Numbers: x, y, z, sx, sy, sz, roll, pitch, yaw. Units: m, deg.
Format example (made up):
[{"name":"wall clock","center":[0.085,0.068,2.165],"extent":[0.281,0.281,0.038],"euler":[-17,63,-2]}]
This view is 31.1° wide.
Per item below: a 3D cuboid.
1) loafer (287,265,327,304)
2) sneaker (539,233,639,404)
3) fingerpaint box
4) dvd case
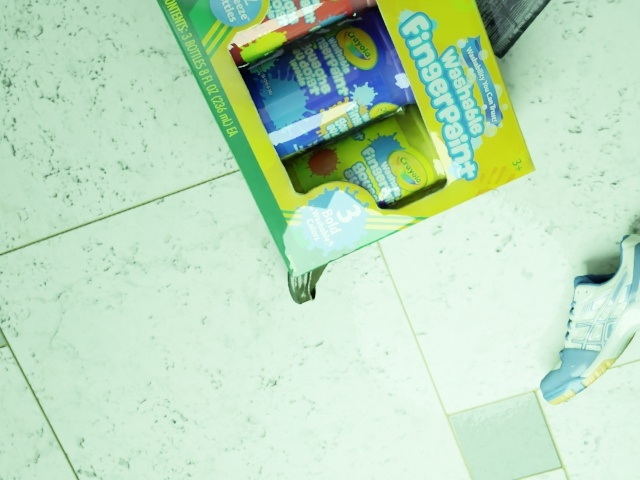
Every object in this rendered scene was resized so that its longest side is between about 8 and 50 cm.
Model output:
[{"name":"loafer","center":[0.000,0.000,1.749],"extent":[0.078,0.080,0.220],"euler":[11,111,4]},{"name":"sneaker","center":[0.418,0.117,1.741],"extent":[0.131,0.112,0.296],"euler":[43,109,10]},{"name":"fingerpaint box","center":[0.034,-0.226,1.540],"extent":[0.371,0.163,0.445],"euler":[-24,116,1]},{"name":"dvd case","center":[0.220,-0.385,1.610],"extent":[0.221,0.018,0.164],"euler":[37,112,-8]}]
